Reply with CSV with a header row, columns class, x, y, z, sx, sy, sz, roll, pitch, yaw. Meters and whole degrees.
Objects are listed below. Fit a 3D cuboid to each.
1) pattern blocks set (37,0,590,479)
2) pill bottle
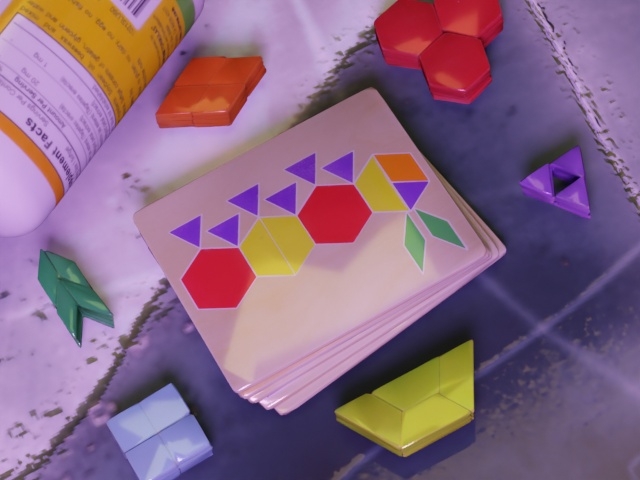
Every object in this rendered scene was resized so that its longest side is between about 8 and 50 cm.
class,x,y,z,sx,sy,sz,roll,pitch,yaw
pattern blocks set,0.000,0.000,1.116,0.325,0.026,0.285,-21,64,-5
pill bottle,-0.189,-0.089,1.118,0.136,0.136,0.245,29,70,18
